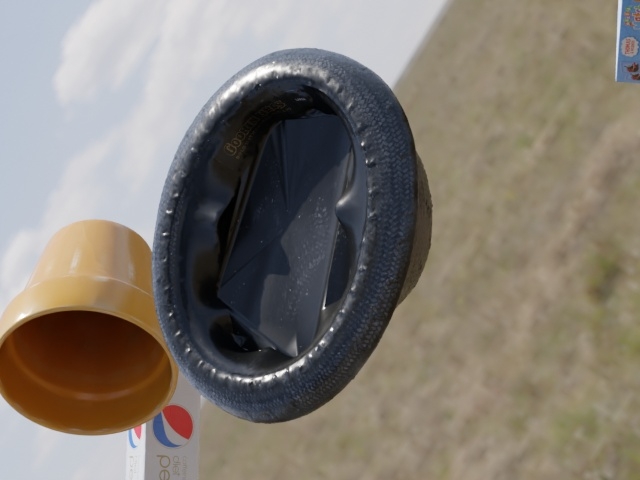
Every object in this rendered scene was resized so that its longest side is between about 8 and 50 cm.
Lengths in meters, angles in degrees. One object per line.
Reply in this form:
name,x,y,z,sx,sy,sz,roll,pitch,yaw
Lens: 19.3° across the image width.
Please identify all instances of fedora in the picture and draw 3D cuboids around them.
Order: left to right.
fedora,0.000,0.000,1.689,0.152,0.334,0.334,8,-60,-48

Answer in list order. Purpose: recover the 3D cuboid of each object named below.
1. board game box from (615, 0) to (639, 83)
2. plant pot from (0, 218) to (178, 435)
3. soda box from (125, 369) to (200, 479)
board game box,0.303,-0.272,1.778,0.211,0.039,0.160,77,-162,-61
plant pot,-0.259,0.084,2.127,0.188,0.205,0.205,-91,25,-48
soda box,-0.191,0.262,2.270,0.069,0.074,0.216,161,112,-63
